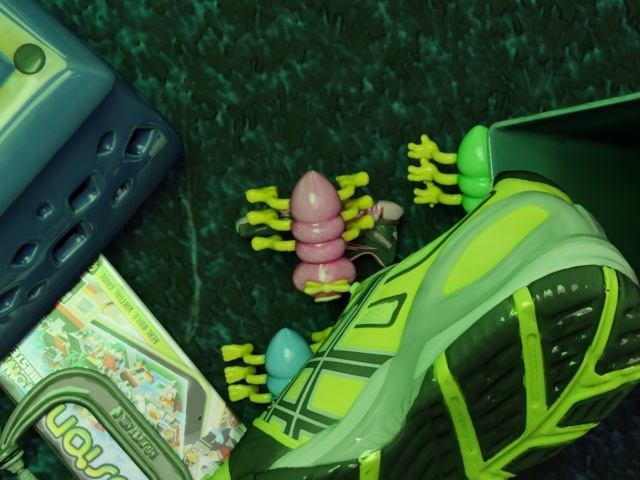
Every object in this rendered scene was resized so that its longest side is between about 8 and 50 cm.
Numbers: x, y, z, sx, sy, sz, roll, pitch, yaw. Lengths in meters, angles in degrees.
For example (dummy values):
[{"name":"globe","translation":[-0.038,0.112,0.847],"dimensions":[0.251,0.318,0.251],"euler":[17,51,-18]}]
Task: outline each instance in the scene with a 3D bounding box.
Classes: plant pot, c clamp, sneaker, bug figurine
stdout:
[{"name":"plant pot","translation":[0.253,-0.003,1.053],"dimensions":[0.234,0.165,0.166],"euler":[-1,84,-43]},{"name":"c clamp","translation":[-0.160,0.172,1.069],"dimensions":[0.137,0.022,0.161],"euler":[-35,89,-6]},{"name":"sneaker","translation":[0.042,0.112,1.007],"dimensions":[0.384,0.147,0.145],"euler":[-39,124,22]},{"name":"bug figurine","translation":[0.065,0.037,1.091],"dimensions":[0.279,0.072,0.216],"euler":[-14,109,-4]},{"name":"plant pot","translation":[-0.253,-0.072,1.008],"dimensions":[0.236,0.212,0.236],"euler":[41,84,10]},{"name":"sneaker","translation":[0.000,0.000,1.126],"dimensions":[0.119,0.047,0.057],"euler":[-1,97,-3]}]

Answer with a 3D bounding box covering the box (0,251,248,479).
[{"name":"box","translation":[-0.136,0.114,1.106],"dimensions":[0.114,0.036,0.207],"euler":[-40,89,-6]}]
